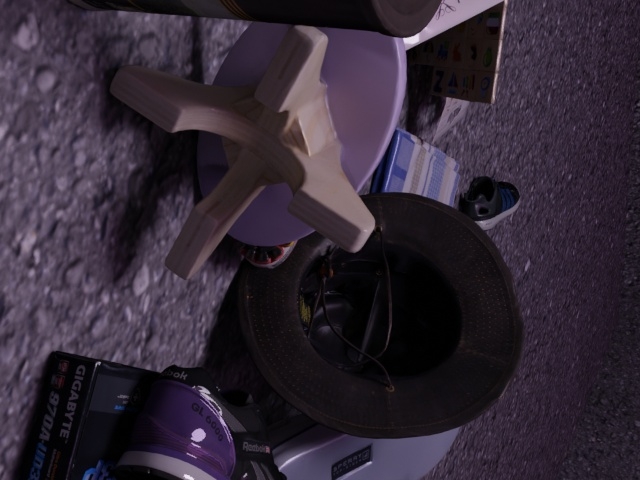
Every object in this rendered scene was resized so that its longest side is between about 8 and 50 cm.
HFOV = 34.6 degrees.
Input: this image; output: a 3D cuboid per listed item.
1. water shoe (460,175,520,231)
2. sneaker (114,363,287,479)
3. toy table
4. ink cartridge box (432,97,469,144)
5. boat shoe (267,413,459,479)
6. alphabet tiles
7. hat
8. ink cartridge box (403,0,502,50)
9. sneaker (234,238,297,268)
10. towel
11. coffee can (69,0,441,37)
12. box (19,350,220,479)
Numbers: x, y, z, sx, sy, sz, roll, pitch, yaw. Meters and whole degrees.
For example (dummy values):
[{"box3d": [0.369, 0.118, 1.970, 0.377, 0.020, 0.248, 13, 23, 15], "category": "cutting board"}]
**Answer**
[{"box3d": [0.315, -0.083, 1.867, 0.203, 0.073, 0.080, -42, 133, -54], "category": "water shoe"}, {"box3d": [-0.069, 0.211, 0.966, 0.283, 0.107, 0.124, 51, 45, -48], "category": "sneaker"}, {"box3d": [-0.045, -0.095, 0.915, 0.161, 0.252, 0.274, -45, 156, -63], "category": "toy table"}, {"box3d": [0.204, -0.272, 1.512, 0.181, 0.056, 0.224, -40, 153, -58], "category": "ink cartridge box"}, {"box3d": [0.010, 0.237, 1.230, 0.367, 0.156, 0.136, -17, 114, -43], "category": "boat shoe"}, {"box3d": [0.179, -0.289, 1.362, 0.009, 0.237, 0.198, 1, 101, -23], "category": "alphabet tiles"}, {"box3d": [0.060, 0.101, 1.176, 0.331, 0.331, 0.134, -62, 177, -33], "category": "hat"}, {"box3d": [0.148, -0.269, 1.102, 0.296, 0.261, 0.066, -31, 110, -28], "category": "ink cartridge box"}, {"box3d": [-0.044, -0.076, 1.109, 0.093, 0.088, 0.225, 84, 23, -75], "category": "sneaker"}, {"box3d": [0.136, -0.047, 1.545, 0.285, 0.034, 0.209, 16, 86, -63], "category": "towel"}, {"box3d": [-0.054, -0.263, 0.760, 0.201, 0.275, 0.201, -36, 131, -56], "category": "coffee can"}, {"box3d": [-0.182, 0.202, 0.932, 0.220, 0.051, 0.175, 32, 70, -64], "category": "box"}]
